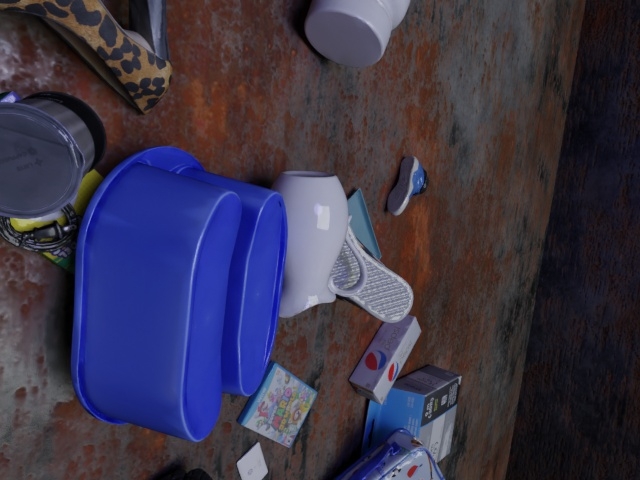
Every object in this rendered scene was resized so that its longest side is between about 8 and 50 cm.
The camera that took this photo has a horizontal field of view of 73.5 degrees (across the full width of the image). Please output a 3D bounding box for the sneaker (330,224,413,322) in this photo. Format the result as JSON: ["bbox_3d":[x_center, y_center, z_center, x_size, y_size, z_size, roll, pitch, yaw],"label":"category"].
[{"bbox_3d":[0.025,0.033,0.794,0.321,0.127,0.126,44,82,-19],"label":"sneaker"}]

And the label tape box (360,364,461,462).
[{"bbox_3d":[0.253,0.509,1.175,0.347,0.115,0.249,1,99,-51],"label":"label tape box"}]

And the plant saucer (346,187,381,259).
[{"bbox_3d":[0.087,-0.017,0.923,0.067,0.018,0.192,-47,130,-32],"label":"plant saucer"}]

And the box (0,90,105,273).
[{"bbox_3d":[-0.292,-0.050,0.452,0.105,0.043,0.179,-56,137,-23],"label":"box"}]

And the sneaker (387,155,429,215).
[{"bbox_3d":[0.213,-0.115,1.012,0.084,0.058,0.152,33,68,-39],"label":"sneaker"}]

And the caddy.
[{"bbox_3d":[-0.170,0.062,0.524,0.241,0.179,0.342,-17,116,-71],"label":"caddy"}]

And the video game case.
[{"bbox_3d":[-0.075,0.315,0.816,0.119,0.015,0.166,-59,136,-21],"label":"video game case"}]

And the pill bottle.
[{"bbox_3d":[0.082,-0.446,0.698,0.160,0.160,0.283,31,76,-49],"label":"pill bottle"}]

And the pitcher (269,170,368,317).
[{"bbox_3d":[0.000,0.000,0.662,0.177,0.125,0.207,-6,108,-28],"label":"pitcher"}]

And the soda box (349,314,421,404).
[{"bbox_3d":[0.160,0.277,1.036,0.216,0.073,0.069,-53,134,-27],"label":"soda box"}]

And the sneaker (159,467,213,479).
[{"bbox_3d":[-0.266,0.444,0.559,0.299,0.111,0.121,-20,124,-40],"label":"sneaker"}]

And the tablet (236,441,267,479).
[{"bbox_3d":[-0.125,0.420,0.791,0.054,0.006,0.083,-32,122,-40],"label":"tablet"}]

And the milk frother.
[{"bbox_3d":[-0.246,-0.044,0.369,0.129,0.135,0.143,-22,117,-9],"label":"milk frother"}]

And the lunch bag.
[{"bbox_3d":[0.152,0.597,1.002,0.303,0.115,0.243,-34,110,-15],"label":"lunch bag"}]

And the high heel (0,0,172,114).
[{"bbox_3d":[-0.257,-0.180,0.403,0.261,0.093,0.186,-30,151,-40],"label":"high heel"}]
